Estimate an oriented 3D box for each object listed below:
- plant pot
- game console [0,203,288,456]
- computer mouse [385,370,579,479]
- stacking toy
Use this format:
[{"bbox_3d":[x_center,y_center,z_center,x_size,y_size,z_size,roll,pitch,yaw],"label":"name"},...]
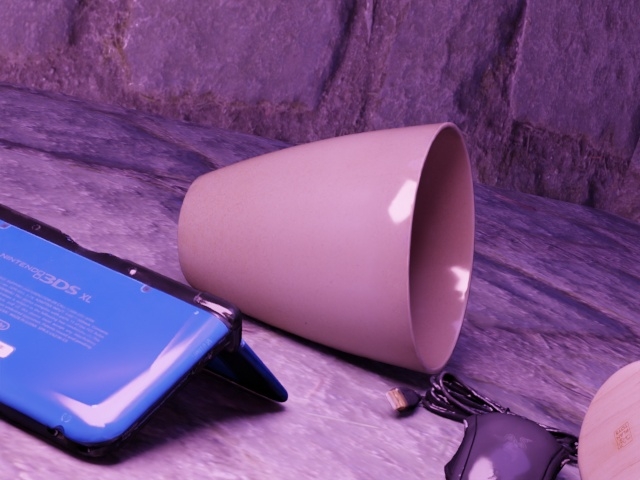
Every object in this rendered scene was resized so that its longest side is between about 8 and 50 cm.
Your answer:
[{"bbox_3d":[0.000,0.000,1.394,0.274,0.256,0.256,4,5,21],"label":"plant pot"},{"bbox_3d":[-0.207,0.090,1.073,0.293,0.173,0.250,21,42,24],"label":"game console"},{"bbox_3d":[0.139,0.162,1.172,0.184,0.060,0.262,21,10,17],"label":"computer mouse"},{"bbox_3d":[0.395,0.216,1.182,0.330,0.141,0.141,21,8,-25],"label":"stacking toy"}]
